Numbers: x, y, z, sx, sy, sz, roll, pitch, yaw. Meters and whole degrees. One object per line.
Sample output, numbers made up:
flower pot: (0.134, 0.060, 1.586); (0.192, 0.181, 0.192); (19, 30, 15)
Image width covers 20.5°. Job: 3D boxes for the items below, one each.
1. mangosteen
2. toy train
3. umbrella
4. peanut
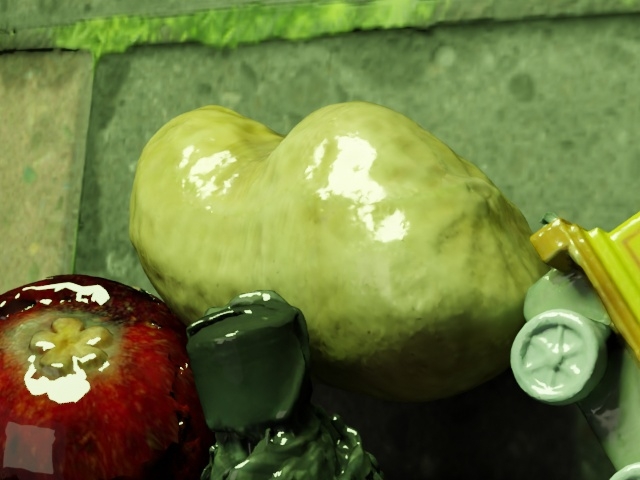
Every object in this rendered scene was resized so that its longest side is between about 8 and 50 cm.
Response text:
mangosteen: (-0.130, 0.112, 0.939); (0.166, 0.166, 0.180); (42, 136, 37)
toy train: (0.163, 0.059, 0.724); (0.127, 0.089, 0.219); (-39, 58, 19)
umbrella: (0.010, 0.195, 0.765); (0.154, 0.128, 0.337); (4, 105, 35)
peanut: (0.000, 0.000, 0.856); (0.253, 0.122, 0.137); (7, 97, 46)
